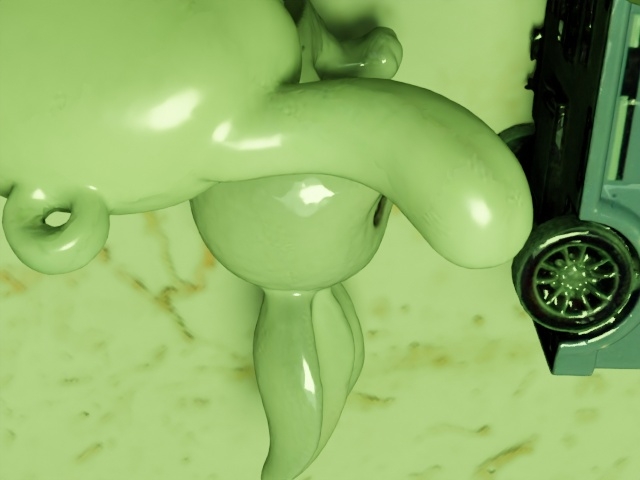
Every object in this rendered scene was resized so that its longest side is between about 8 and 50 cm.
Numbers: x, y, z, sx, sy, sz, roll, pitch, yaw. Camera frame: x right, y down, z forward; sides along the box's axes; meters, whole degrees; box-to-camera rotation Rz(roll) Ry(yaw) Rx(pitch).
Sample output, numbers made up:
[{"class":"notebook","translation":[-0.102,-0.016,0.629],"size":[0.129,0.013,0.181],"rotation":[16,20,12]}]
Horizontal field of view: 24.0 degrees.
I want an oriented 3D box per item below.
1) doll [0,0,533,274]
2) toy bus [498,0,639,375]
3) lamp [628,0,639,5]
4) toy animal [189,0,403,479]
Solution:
[{"class":"doll","translation":[-0.044,-0.109,0.538],"size":[0.311,0.242,0.159],"rotation":[24,142,22]},{"class":"toy bus","translation":[0.151,-0.092,0.647],"size":[0.133,0.125,0.292],"rotation":[2,116,-4]},{"class":"lamp","translation":[0.146,-0.252,0.520],"size":[0.266,0.047,0.269],"rotation":[-32,86,-6]},{"class":"toy animal","translation":[-0.001,-0.001,0.690],"size":[0.131,0.103,0.220],"rotation":[-20,116,4]}]
